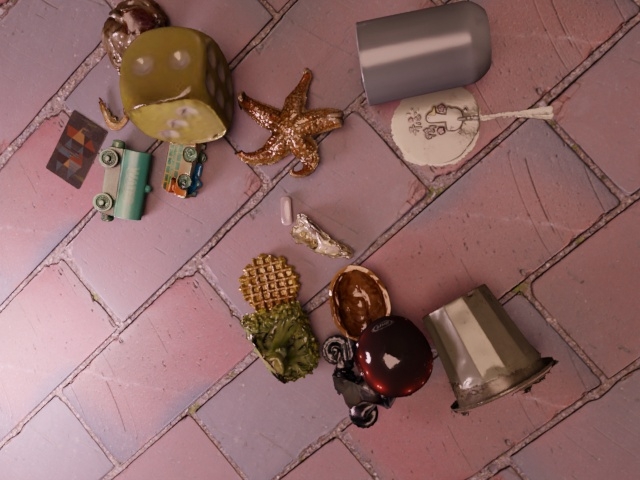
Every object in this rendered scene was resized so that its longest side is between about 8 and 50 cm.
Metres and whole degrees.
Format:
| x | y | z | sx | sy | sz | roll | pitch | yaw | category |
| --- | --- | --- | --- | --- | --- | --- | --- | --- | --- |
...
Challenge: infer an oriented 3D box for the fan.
| x | y | z | sx | sy | sz | roll | pitch | yaw | category |
| --- | --- | --- | --- | --- | --- | --- | --- | --- | --- |
| 0.392 | -0.321 | 1.351 | 0.415 | 0.012 | 0.233 | -5 | 94 | 13 | fan |

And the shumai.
| x | y | z | sx | sy | sz | roll | pitch | yaw | category |
| --- | --- | --- | --- | --- | --- | --- | --- | --- | --- |
| -0.548 | -0.587 | 1.442 | 0.218 | 0.185 | 0.184 | -32 | 88 | 13 | shumai |

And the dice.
| x | y | z | sx | sy | sz | roll | pitch | yaw | category |
| --- | --- | --- | --- | --- | --- | --- | --- | --- | --- |
| -0.374 | -0.406 | 1.368 | 0.233 | 0.238 | 0.227 | -3 | 73 | 9 | dice |

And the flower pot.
| x | y | z | sx | sy | sz | roll | pitch | yaw | category |
| --- | --- | --- | --- | --- | --- | --- | --- | --- | --- |
| 0.399 | 0.264 | 1.294 | 0.290 | 0.290 | 0.259 | -32 | 75 | 13 | flower pot |

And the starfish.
| x | y | z | sx | sy | sz | roll | pitch | yaw | category |
| --- | --- | --- | --- | --- | --- | --- | --- | --- | --- |
| -0.094 | -0.325 | 1.410 | 0.303 | 0.113 | 0.312 | 28 | 103 | 8 | starfish |

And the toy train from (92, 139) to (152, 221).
| x | y | z | sx | sy | sz | roll | pitch | yaw | category |
| --- | --- | --- | --- | --- | --- | --- | --- | --- | --- |
| -0.589 | -0.171 | 1.542 | 0.159 | 0.101 | 0.248 | 12 | 98 | -5 | toy train |

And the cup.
| x | y | z | sx | sy | sz | roll | pitch | yaw | category |
| --- | --- | --- | --- | --- | --- | --- | --- | --- | --- |
| 0.252 | -0.464 | 1.273 | 0.312 | 0.205 | 0.205 | -7 | 93 | 12 | cup |

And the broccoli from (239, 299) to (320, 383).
| x | y | z | sx | sy | sz | roll | pitch | yaw | category |
| --- | --- | --- | --- | --- | --- | --- | --- | --- | --- |
| -0.089 | 0.269 | 1.400 | 0.180 | 0.273 | 0.242 | -36 | 99 | -16 | broccoli |

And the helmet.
| x | y | z | sx | sy | sz | roll | pitch | yaw | category |
| --- | --- | --- | --- | --- | --- | --- | --- | --- | --- |
| 0.188 | 0.298 | 1.306 | 0.189 | 0.193 | 0.216 | -24 | 110 | -9 | helmet |

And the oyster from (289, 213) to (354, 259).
| x | y | z | sx | sy | sz | roll | pitch | yaw | category |
| --- | --- | --- | --- | --- | --- | --- | --- | --- | --- |
| -0.002 | 0.000 | 1.453 | 0.200 | 0.061 | 0.106 | 49 | 120 | 7 | oyster |

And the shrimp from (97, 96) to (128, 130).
| x | y | z | sx | sy | sz | roll | pitch | yaw | category |
| --- | --- | --- | --- | --- | --- | --- | --- | --- | --- |
| -0.628 | -0.394 | 1.561 | 0.083 | 0.023 | 0.114 | -27 | 94 | 10 | shrimp |

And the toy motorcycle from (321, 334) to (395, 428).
| x | y | z | sx | sy | sz | roll | pitch | yaw | category |
| --- | --- | --- | --- | --- | --- | --- | --- | --- | --- |
| 0.114 | 0.379 | 1.424 | 0.159 | 0.106 | 0.270 | -24 | 85 | 12 | toy motorcycle |

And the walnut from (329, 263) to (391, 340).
| x | y | z | sx | sy | sz | roll | pitch | yaw | category |
| --- | --- | --- | --- | --- | --- | --- | --- | --- | --- |
| 0.114 | 0.168 | 1.414 | 0.167 | 0.087 | 0.211 | -14 | 84 | 17 | walnut |

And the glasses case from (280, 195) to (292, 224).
| x | y | z | sx | sy | sz | roll | pitch | yaw | category |
| --- | --- | --- | --- | --- | --- | --- | --- | --- | --- |
| -0.098 | -0.085 | 1.472 | 0.032 | 0.021 | 0.083 | -4 | 94 | 10 | glasses case |

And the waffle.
| x | y | z | sx | sy | sz | roll | pitch | yaw | category |
| --- | --- | --- | --- | --- | --- | --- | --- | --- | --- |
| -0.150 | 0.126 | 1.493 | 0.191 | 0.038 | 0.191 | 1 | 95 | 13 | waffle |

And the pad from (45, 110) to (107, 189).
| x | y | z | sx | sy | sz | roll | pitch | yaw | category |
| --- | --- | --- | --- | --- | --- | --- | --- | --- | --- |
| -0.767 | -0.283 | 1.609 | 0.143 | 0.003 | 0.211 | 32 | 100 | 8 | pad |

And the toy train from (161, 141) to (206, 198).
| x | y | z | sx | sy | sz | roll | pitch | yaw | category |
| --- | --- | --- | --- | --- | --- | --- | --- | --- | --- |
| -0.396 | -0.217 | 1.502 | 0.099 | 0.072 | 0.188 | 14 | 97 | 18 | toy train |
